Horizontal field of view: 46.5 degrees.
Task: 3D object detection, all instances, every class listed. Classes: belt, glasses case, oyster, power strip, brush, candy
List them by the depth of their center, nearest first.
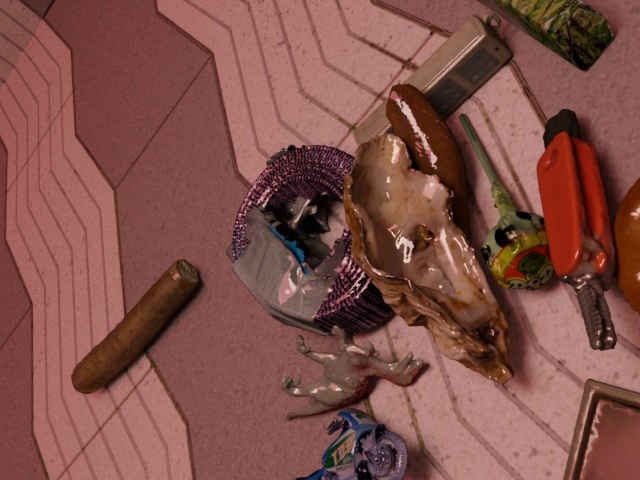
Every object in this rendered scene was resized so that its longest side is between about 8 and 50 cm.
[{"bbox_3d":[0.279,-0.024,0.817,0.070,0.051,0.323,123,156,-47],"label":"brush"},{"bbox_3d":[0.124,0.027,0.914,0.341,0.166,0.110,53,150,14],"label":"oyster"},{"bbox_3d":[0.218,-0.063,0.946,0.091,0.083,0.305,-19,48,5],"label":"candy"},{"bbox_3d":[0.262,-0.326,0.983,0.062,0.095,0.272,-49,46,14],"label":"glasses case"},{"bbox_3d":[0.156,-0.206,1.055,0.272,0.078,0.052,-42,50,26],"label":"power strip"},{"bbox_3d":[0.000,0.000,1.105,0.260,0.122,0.325,-52,47,8],"label":"belt"}]

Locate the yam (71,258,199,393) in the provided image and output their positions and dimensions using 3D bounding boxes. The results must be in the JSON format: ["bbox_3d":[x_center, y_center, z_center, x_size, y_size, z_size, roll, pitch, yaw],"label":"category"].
[{"bbox_3d":[-0.359,0.175,1.433,0.371,0.083,0.083,-43,48,27],"label":"yam"}]

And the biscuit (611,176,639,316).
[{"bbox_3d":[0.396,0.004,0.730,0.220,0.066,0.221,-22,58,39],"label":"biscuit"}]

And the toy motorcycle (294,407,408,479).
[{"bbox_3d":[0.027,0.309,0.972,0.254,0.092,0.136,-53,34,30],"label":"toy motorcycle"}]

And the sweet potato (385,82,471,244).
[{"bbox_3d":[0.157,-0.097,0.992,0.077,0.077,0.244,-29,84,35],"label":"sweet potato"}]

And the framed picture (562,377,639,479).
[{"bbox_3d":[0.371,0.286,0.671,0.335,0.022,0.247,9,81,47],"label":"framed picture"}]

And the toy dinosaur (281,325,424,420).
[{"bbox_3d":[0.023,0.206,1.039,0.242,0.167,0.053,-65,-6,35],"label":"toy dinosaur"}]
